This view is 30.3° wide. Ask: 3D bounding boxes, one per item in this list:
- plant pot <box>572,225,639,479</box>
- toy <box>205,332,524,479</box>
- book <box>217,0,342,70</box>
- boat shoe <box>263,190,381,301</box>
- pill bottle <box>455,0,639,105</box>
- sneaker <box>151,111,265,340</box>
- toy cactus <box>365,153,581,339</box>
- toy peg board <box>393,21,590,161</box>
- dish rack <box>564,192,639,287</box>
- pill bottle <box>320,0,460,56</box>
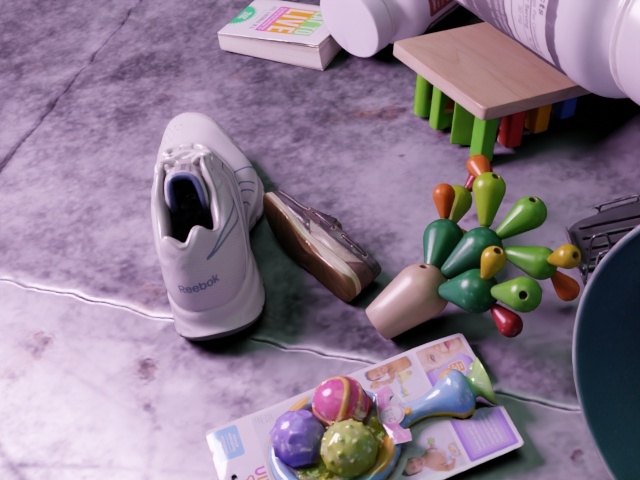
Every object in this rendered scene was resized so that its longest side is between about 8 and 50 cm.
[{"bbox_3d":[0.337,0.074,0.752,0.290,0.290,0.195,27,41,36],"label":"plant pot"},{"bbox_3d":[0.027,0.148,0.955,0.237,0.056,0.137,-19,41,-6],"label":"toy"},{"bbox_3d":[-0.037,-0.253,1.426,0.144,0.035,0.096,13,45,29],"label":"book"},{"bbox_3d":[0.000,0.000,1.128,0.049,0.056,0.152,-28,53,-22],"label":"boat shoe"},{"bbox_3d":[0.271,-0.265,1.160,0.204,0.204,0.361,-28,44,-15],"label":"pill bottle"},{"bbox_3d":[-0.113,-0.043,1.144,0.111,0.129,0.297,-16,41,0],"label":"sneaker"},{"bbox_3d":[0.125,0.025,1.039,0.180,0.112,0.219,-37,38,8],"label":"toy cactus"},{"bbox_3d":[0.182,-0.156,1.242,0.161,0.079,0.161,-16,40,-27],"label":"toy peg board"},{"bbox_3d":[0.321,0.035,0.986,0.208,0.074,0.271,-11,42,2],"label":"dish rack"},{"bbox_3d":[0.106,-0.306,1.373,0.121,0.121,0.216,29,56,37],"label":"pill bottle"}]
